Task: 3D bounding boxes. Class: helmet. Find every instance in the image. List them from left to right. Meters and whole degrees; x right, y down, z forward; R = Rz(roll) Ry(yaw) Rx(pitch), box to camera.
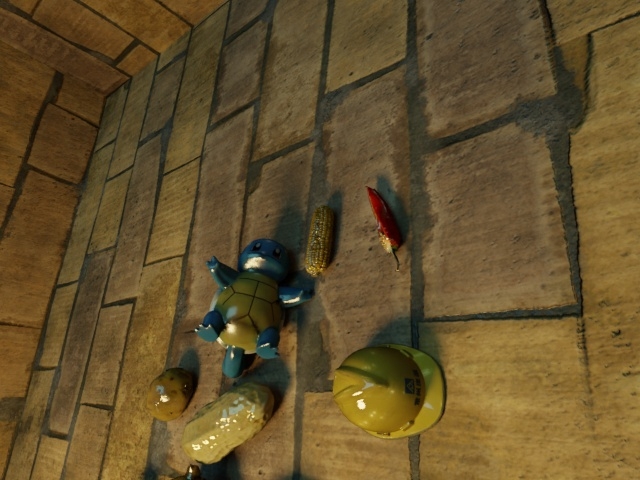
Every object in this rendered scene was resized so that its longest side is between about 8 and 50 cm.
[{"bbox_3d":[0.114,0.313,0.955,0.257,0.140,0.205,-16,62,41],"label":"helmet"}]

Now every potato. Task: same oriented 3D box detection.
[{"bbox_3d":[-0.485,0.495,1.442,0.137,0.137,0.175,18,87,46],"label":"potato"}]

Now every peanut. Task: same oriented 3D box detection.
[{"bbox_3d":[-0.248,0.487,1.213,0.313,0.152,0.152,-42,49,23],"label":"peanut"}]

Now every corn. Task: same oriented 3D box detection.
[{"bbox_3d":[0.000,0.000,1.241,0.068,0.068,0.207,-7,66,41],"label":"corn"}]

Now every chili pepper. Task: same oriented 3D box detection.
[{"bbox_3d":[0.162,-0.040,1.125,0.051,0.059,0.267,-11,55,-3],"label":"chili pepper"}]

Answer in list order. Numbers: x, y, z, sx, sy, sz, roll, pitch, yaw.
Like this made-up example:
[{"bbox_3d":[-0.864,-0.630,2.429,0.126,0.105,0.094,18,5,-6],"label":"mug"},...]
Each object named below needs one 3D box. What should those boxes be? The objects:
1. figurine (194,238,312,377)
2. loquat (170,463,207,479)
[{"bbox_3d":[-0.188,0.196,1.249,0.298,0.243,0.415,16,85,2],"label":"figurine"},{"bbox_3d":[-0.350,0.711,1.170,0.214,0.214,0.245,-1,75,43],"label":"loquat"}]
